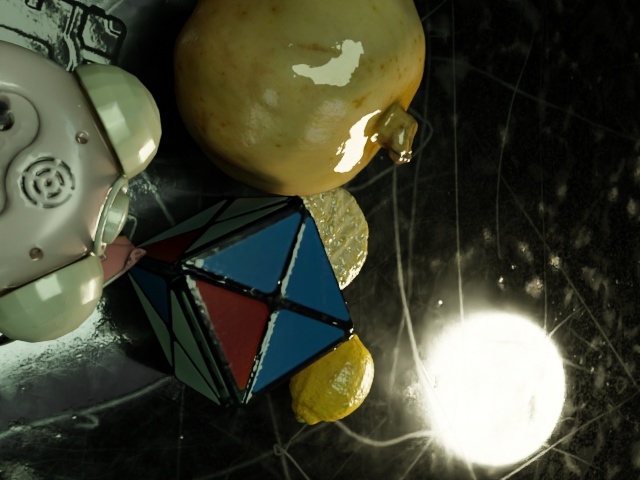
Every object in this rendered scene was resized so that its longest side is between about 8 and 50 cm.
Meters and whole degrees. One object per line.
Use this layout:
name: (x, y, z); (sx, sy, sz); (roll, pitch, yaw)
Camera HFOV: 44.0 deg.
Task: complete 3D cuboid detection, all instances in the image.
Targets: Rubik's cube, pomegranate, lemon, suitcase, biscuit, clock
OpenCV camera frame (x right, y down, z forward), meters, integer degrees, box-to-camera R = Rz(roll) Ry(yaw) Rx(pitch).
Rubik's cube: (-0.134, 0.084, 1.247); (0.248, 0.250, 0.246); (-28, 107, -26)
pomegranate: (-0.013, -0.253, 1.224); (0.411, 0.411, 0.412); (-3, 95, -33)
lemon: (0.017, 0.248, 1.420); (0.142, 0.142, 0.187); (42, 77, -28)
suitcase: (-0.436, -0.272, 1.131); (0.285, 0.066, 0.206); (18, 83, -33)
biscuit: (0.001, 0.000, 1.456); (0.220, 0.033, 0.220); (-2, 94, -34)
clock: (-0.378, -0.077, 0.918); (0.325, 0.184, 0.342); (22, 89, -15)

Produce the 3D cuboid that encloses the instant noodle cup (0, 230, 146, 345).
instant noodle cup: (-0.407, -0.022, 1.088); (0.244, 0.244, 0.255); (-36, 105, -26)
